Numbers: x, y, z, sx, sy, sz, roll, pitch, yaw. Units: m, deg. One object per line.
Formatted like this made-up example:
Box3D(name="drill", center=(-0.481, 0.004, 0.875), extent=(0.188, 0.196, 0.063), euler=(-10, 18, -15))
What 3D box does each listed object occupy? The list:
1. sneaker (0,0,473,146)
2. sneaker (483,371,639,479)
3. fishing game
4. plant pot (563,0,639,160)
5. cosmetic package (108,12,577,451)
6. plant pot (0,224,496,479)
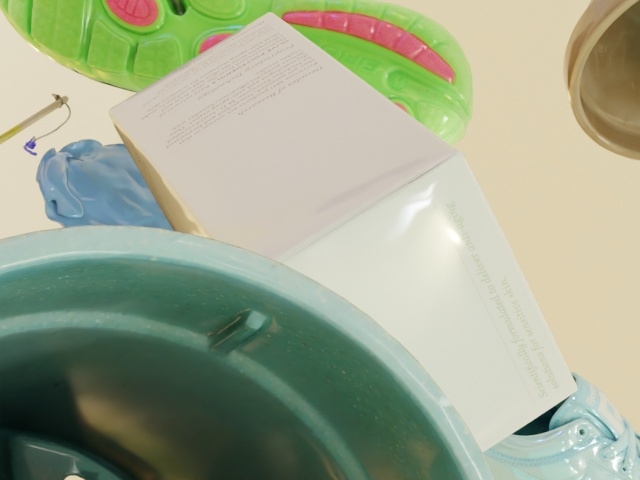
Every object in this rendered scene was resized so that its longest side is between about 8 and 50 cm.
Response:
Box3D(name="sneaker", center=(-0.092, -0.175, 1.678), extent=(0.483, 0.185, 0.202), euler=(27, -9, 13))
Box3D(name="sneaker", center=(0.256, 0.205, 1.719), extent=(0.366, 0.135, 0.150), euler=(10, -63, -7))
Box3D(name="fishing game", center=(-0.174, -0.017, 1.662), extent=(0.264, 0.189, 0.041), euler=(38, -59, -2))
Box3D(name="plant pot", center=(0.305, -0.180, 1.517), extent=(0.237, 0.110, 0.237), euler=(-8, -38, -7))
Box3D(name="cosmetic package", center=(0.000, 0.000, 1.249), extent=(0.197, 0.155, 0.365), euler=(62, -9, -28))
Box3D(name="plant pot", center=(-0.123, 0.192, 0.856), extent=(0.341, 0.341, 0.334), euler=(43, -21, -6))
